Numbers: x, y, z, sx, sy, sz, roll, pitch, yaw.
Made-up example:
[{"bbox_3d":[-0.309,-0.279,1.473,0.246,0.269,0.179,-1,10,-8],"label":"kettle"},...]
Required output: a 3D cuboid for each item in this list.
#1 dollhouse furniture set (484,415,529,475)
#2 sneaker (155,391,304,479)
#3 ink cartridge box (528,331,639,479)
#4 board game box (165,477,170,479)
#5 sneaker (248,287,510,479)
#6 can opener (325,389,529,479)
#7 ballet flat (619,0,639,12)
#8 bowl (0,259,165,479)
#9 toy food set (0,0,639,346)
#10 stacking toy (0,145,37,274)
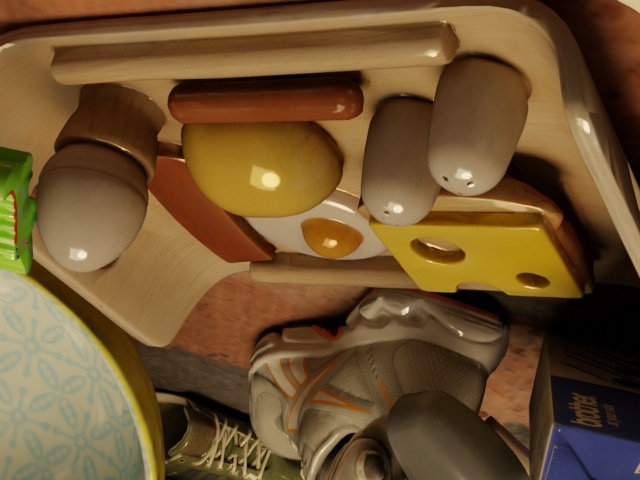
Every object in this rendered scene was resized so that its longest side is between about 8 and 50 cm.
[{"bbox_3d":[0.255,0.172,0.838,0.355,0.174,0.303,42,179,-1],"label":"dollhouse furniture set"},{"bbox_3d":[-0.087,0.161,1.028,0.192,0.064,0.086,15,161,9],"label":"sneaker"},{"bbox_3d":[0.150,0.092,0.636,0.097,0.046,0.207,12,-172,8],"label":"ink cartridge box"},{"bbox_3d":[-0.239,0.247,0.992,0.302,0.086,0.308,20,-157,19],"label":"board game box"},{"bbox_3d":[0.010,0.114,0.798,0.099,0.121,0.262,23,155,-14],"label":"sneaker"},{"bbox_3d":[0.105,0.193,0.662,0.280,0.074,0.093,50,145,-18],"label":"can opener"},{"bbox_3d":[0.114,-0.079,0.386,0.188,0.070,0.070,27,154,-24],"label":"ballet flat"},{"bbox_3d":[-0.221,0.109,0.848,0.289,0.290,0.156,13,-162,7],"label":"bowl"},{"bbox_3d":[0.000,0.000,0.592,0.306,0.092,0.220,2,152,29],"label":"toy food set"},{"bbox_3d":[-0.200,-0.080,0.499,0.167,0.052,0.221,11,131,11],"label":"stacking toy"}]
